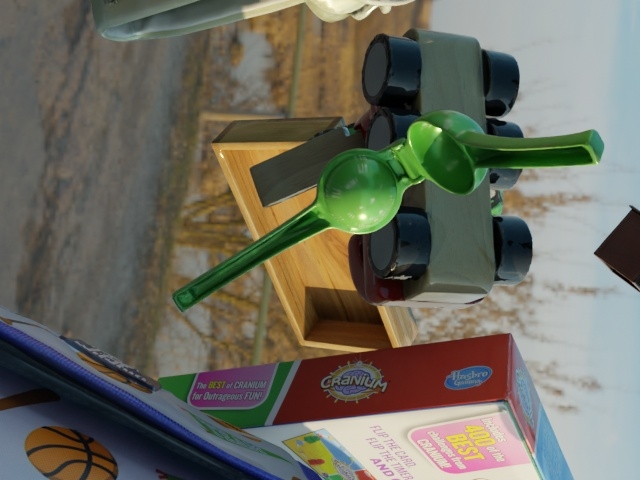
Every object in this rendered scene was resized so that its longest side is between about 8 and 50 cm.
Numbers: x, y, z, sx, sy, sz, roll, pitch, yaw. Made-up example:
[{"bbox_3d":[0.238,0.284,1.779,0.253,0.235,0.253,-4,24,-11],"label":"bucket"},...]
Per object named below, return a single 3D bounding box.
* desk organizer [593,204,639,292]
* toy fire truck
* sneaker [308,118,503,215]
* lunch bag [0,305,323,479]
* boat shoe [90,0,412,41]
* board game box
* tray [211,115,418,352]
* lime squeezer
[{"bbox_3d":[0.283,0.032,0.769,0.047,0.050,0.130,33,8,-48],"label":"desk organizer"},{"bbox_3d":[0.047,-0.042,0.849,0.246,0.158,0.217,145,-55,-66],"label":"toy fire truck"},{"bbox_3d":[0.086,-0.071,1.131,0.343,0.134,0.146,-177,-102,-67],"label":"sneaker"},{"bbox_3d":[-0.179,0.179,0.546,0.239,0.328,0.385,-61,-177,23],"label":"lunch bag"},{"bbox_3d":[0.013,-0.152,0.465,0.109,0.302,0.094,-11,99,-59],"label":"boat shoe"},{"bbox_3d":[0.042,0.196,0.842,0.064,0.316,0.242,-78,149,-43],"label":"board game box"},{"bbox_3d":[0.000,0.000,1.528,0.076,0.203,0.411,-54,134,-40],"label":"tray"},{"bbox_3d":[0.041,-0.023,0.606,0.059,0.310,0.110,46,43,-29],"label":"lime squeezer"}]
